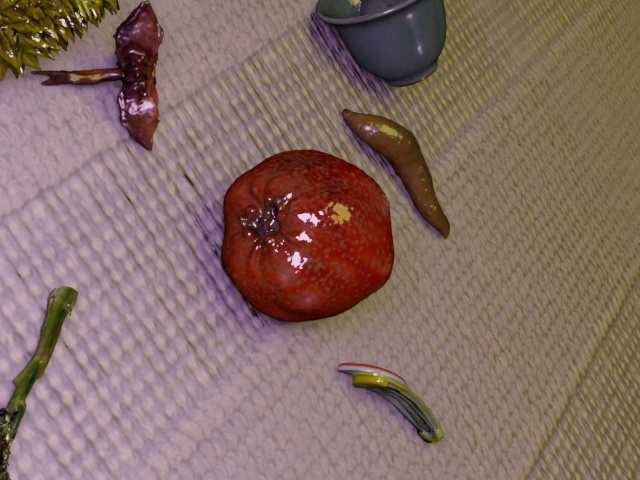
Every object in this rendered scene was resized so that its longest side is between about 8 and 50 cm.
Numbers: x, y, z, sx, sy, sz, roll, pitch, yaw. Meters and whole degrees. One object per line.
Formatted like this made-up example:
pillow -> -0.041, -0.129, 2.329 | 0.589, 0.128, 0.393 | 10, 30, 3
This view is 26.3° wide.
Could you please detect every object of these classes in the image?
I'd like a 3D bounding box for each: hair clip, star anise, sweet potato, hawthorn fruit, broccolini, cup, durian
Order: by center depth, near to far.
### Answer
broccolini -> -0.293, 0.139, 1.313 | 0.058, 0.071, 0.254 | 10, 41, 0
durian -> -0.300, -0.290, 1.426 | 0.352, 0.158, 0.169 | -82, 150, -47
star anise -> -0.248, -0.189, 1.558 | 0.140, 0.144, 0.158 | 101, -15, -72
hawthorn fruit -> 0.000, 0.000, 1.630 | 0.253, 0.205, 0.205 | 19, 54, -54
hair clip -> 0.100, 0.202, 1.744 | 0.188, 0.060, 0.033 | 42, 57, -34
sweet potato -> 0.126, -0.109, 1.975 | 0.249, 0.059, 0.069 | 51, 57, -23
cup -> 0.112, -0.307, 1.998 | 0.150, 0.199, 0.199 | 66, 31, -28
